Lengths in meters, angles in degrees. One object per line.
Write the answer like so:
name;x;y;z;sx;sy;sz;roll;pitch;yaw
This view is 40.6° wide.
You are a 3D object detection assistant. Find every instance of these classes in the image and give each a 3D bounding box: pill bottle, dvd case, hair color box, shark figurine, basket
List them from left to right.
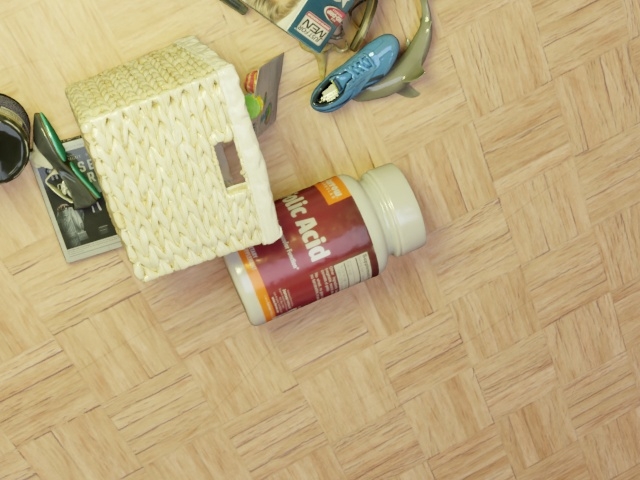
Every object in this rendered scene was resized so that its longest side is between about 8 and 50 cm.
pill bottle;-0.564;-0.186;1.493;0.123;0.219;0.123;-7;114;-15
dvd case;-0.444;-0.088;1.683;0.179;0.029;0.239;-18;117;-11
basket;-0.268;-0.152;1.532;0.266;0.331;0.328;-20;117;-13
pill bottle;0.000;0.000;1.755;0.392;0.224;0.224;-23;118;-8
hair color box;0.017;-0.531;1.545;0.105;0.174;0.347;22;106;-51
shark figurine;0.185;-0.374;1.717;0.166;0.116;0.278;21;107;-26

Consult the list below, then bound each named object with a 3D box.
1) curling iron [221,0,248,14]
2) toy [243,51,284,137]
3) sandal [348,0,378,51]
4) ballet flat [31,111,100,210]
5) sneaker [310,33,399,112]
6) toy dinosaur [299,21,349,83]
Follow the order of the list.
curling iron;-0.253;-0.484;1.569;0.274;0.035;0.068;23;108;-25
toy;-0.118;-0.272;1.610;0.056;0.237;0.137;10;111;2
sandal;0.083;-0.473;1.657;0.060;0.090;0.219;14;106;-2
ballet flat;-0.487;-0.137;1.593;0.074;0.074;0.203;-31;119;-3
sneaker;0.067;-0.320;1.673;0.209;0.082;0.069;-38;90;15
toy dinosaur;0.005;-0.387;1.696;0.092;0.053;0.183;-15;131;4
